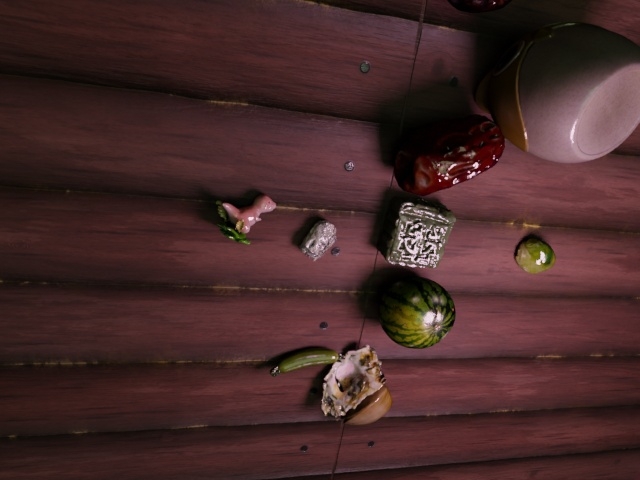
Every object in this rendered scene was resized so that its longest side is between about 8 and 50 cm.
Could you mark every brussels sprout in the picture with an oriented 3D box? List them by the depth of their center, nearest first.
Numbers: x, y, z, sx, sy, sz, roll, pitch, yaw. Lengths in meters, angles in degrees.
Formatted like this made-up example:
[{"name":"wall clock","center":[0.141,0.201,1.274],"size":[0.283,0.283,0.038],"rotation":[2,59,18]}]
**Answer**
[{"name":"brussels sprout","center":[0.914,0.072,1.771],"size":[0.151,0.122,0.149],"rotation":[9,106,-17]}]

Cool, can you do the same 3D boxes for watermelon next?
[{"name":"watermelon","center":[0.370,0.277,1.643],"size":[0.285,0.285,0.285],"rotation":[-4,112,-11]}]

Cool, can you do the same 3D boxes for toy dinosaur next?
[{"name":"toy dinosaur","center":[-0.256,-0.085,1.439],"size":[0.194,0.152,0.177],"rotation":[18,98,-26]}]

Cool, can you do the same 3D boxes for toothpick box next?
[{"name":"toothpick box","center":[0.761,-0.483,1.356],"size":[0.408,0.425,0.409],"rotation":[-13,129,-17]}]

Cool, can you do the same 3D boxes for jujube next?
[{"name":"jujube","center":[0.433,-0.296,1.442],"size":[0.376,0.258,0.258],"rotation":[-29,114,1]}]

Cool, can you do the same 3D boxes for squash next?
[{"name":"squash","center":[-0.056,0.491,1.738],"size":[0.318,0.080,0.071],"rotation":[-9,121,-10]}]

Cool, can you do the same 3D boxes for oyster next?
[{"name":"oyster","center":[0.123,0.595,1.789],"size":[0.354,0.107,0.201],"rotation":[-41,75,6]}]

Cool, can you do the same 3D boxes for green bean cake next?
[{"name":"green bean cake","center":[0.366,-0.030,1.608],"size":[0.241,0.132,0.255],"rotation":[12,108,-13]}]

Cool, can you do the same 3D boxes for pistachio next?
[{"name":"pistachio","center":[0.191,0.716,1.830],"size":[0.260,0.163,0.212],"rotation":[-43,158,6]}]

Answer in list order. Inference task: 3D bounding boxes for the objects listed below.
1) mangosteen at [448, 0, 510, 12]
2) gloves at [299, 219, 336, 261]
[{"name":"mangosteen","center":[0.487,-0.836,1.268],"size":[0.287,0.288,0.233],"rotation":[-22,142,-4]},{"name":"gloves","center":[0.000,0.001,1.564],"size":[0.114,0.070,0.153],"rotation":[35,98,-22]}]
